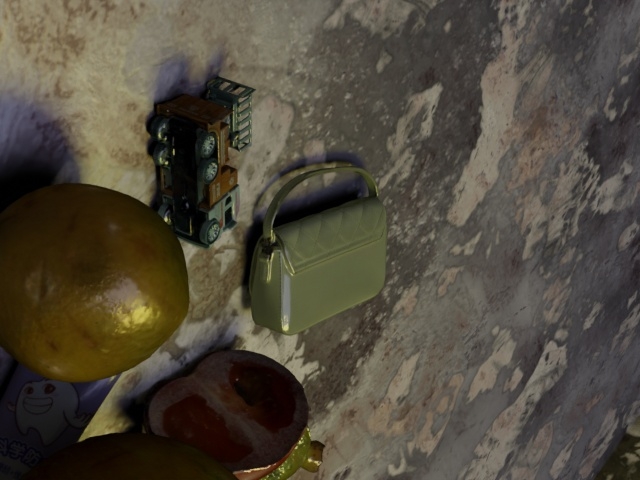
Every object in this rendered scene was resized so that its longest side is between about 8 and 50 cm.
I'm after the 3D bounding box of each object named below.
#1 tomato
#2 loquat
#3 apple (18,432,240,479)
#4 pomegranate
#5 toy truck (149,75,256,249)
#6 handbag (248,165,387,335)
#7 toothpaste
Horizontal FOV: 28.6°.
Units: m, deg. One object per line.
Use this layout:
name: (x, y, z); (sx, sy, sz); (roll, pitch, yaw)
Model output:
tomato: (-0.122, 0.257, 1.659); (0.228, 0.199, 0.112); (-27, 142, -36)
loquat: (-0.261, 0.034, 1.277); (0.246, 0.213, 0.213); (19, 100, -33)
apple: (-0.199, 0.408, 1.379); (0.374, 0.374, 0.384); (-36, 147, -34)
pomegranate: (-0.079, 0.285, 1.805); (0.169, 0.122, 0.143); (3, 120, -48)
toy truck: (-0.132, -0.089, 1.469); (0.115, 0.080, 0.178); (-41, 143, -45)
handbag: (0.000, 0.000, 1.743); (0.256, 0.079, 0.219); (-21, 121, -47)
toothpaste: (-0.329, 0.217, 1.434); (0.125, 0.080, 0.371); (29, 90, -17)
